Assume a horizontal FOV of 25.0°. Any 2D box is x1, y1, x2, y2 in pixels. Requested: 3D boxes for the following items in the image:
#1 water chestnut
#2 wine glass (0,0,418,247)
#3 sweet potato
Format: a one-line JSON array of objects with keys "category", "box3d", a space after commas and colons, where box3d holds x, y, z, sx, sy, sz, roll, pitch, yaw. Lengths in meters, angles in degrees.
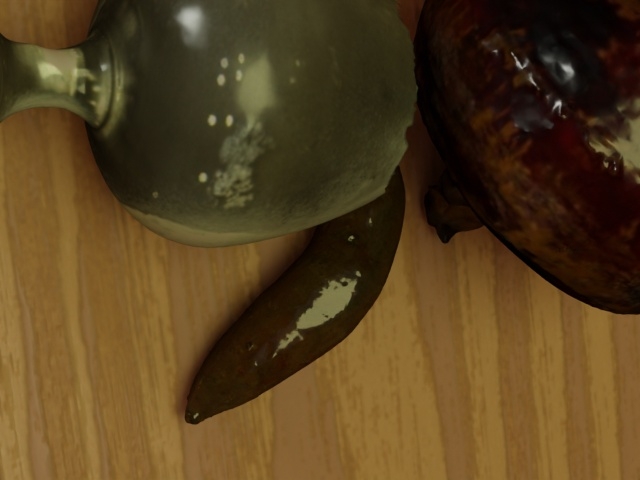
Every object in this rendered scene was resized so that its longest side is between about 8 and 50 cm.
[{"category": "water chestnut", "box3d": [0.207, -0.088, 1.134, 0.350, 0.350, 0.302, 34, 121, -25]}, {"category": "wine glass", "box3d": [-0.111, -0.108, 0.981, 0.323, 0.238, 0.238, 2, 94, -30]}, {"category": "sweet potato", "box3d": [0.007, 0.000, 1.131, 0.108, 0.079, 0.346, 24, 80, -14]}]
